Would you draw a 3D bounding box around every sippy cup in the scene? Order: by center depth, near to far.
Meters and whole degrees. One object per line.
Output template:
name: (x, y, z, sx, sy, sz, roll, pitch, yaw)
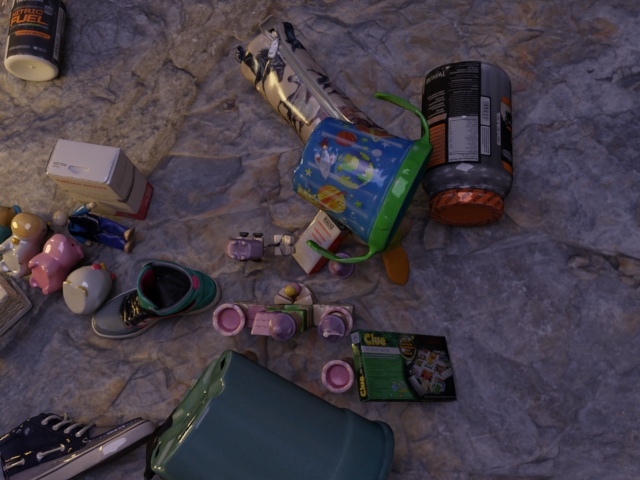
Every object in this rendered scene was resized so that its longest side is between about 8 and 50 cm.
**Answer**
sippy cup: (0.074, -0.127, 1.687, 0.224, 0.240, 0.305, 25, 60, 8)

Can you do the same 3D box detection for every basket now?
basket: (-0.762, 0.153, 1.939, 0.167, 0.103, 0.113, -43, 69, -4)

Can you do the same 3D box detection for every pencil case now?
pencil case: (-0.017, -0.308, 1.914, 0.160, 0.183, 0.410, -38, 71, -4)

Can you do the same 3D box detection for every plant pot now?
plant pot: (-0.102, 0.391, 1.554, 0.334, 0.341, 0.341, 35, 80, -11)

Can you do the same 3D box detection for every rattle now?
rattle: (0.107, -0.004, 1.875, 0.199, 0.143, 0.130, 10, 51, 36)

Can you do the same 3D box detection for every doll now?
doll: (-0.518, -0.032, 1.955, 0.189, 0.129, 0.046, 16, 37, 4)

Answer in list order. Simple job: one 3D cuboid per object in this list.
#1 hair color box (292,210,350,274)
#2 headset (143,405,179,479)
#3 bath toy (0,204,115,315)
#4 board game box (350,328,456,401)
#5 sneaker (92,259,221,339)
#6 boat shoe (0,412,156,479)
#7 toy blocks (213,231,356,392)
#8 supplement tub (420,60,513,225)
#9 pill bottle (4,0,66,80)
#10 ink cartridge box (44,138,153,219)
hair color box: (0.000, 0.000, 1.843, 0.072, 0.043, 0.141, 52, 127, 19)
headset: (-0.270, 0.482, 1.751, 0.394, 0.185, 0.243, -34, 73, -18)
bath toy: (-0.606, 0.038, 1.944, 0.348, 0.129, 0.151, 29, 123, 19)
board game box: (0.166, 0.248, 1.680, 0.030, 0.259, 0.136, -23, 66, 43)
sneaker: (-0.375, 0.129, 1.837, 0.295, 0.178, 0.124, -19, 70, 4)
boat shoe: (-0.521, 0.414, 1.796, 0.340, 0.127, 0.158, -27, 77, 1)
toy blocks: (-0.074, 0.143, 1.694, 0.288, 0.260, 0.309, 2, 92, 11)
supplement tub: (0.308, -0.201, 1.815, 0.193, 0.193, 0.316, 0, 73, 10)
pill bottle: (-0.707, -0.533, 2.138, 0.130, 0.130, 0.246, -3, 71, 9)
ink cartridge box: (-0.491, -0.134, 1.922, 0.158, 0.218, 0.092, 10, 74, 13)
